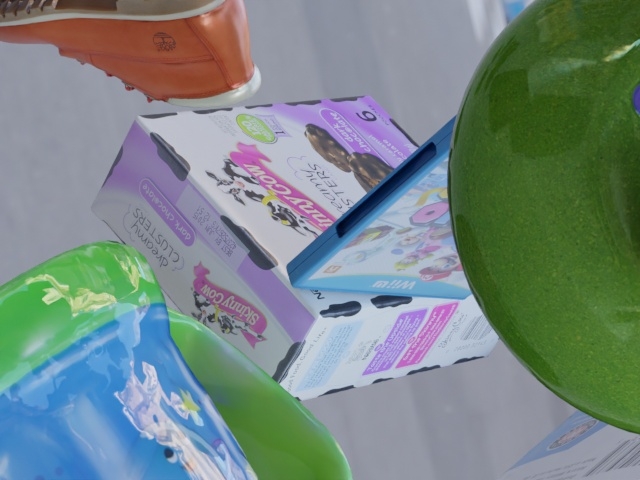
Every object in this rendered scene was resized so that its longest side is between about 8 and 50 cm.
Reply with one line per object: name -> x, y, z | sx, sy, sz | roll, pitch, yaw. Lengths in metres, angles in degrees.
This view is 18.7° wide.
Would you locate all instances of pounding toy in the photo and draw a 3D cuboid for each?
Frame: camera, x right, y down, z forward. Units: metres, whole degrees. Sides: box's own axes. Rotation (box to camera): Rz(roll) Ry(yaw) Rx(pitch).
pounding toy -> 0.172, -0.029, 0.692 | 0.110, 0.236, 0.183 | 150, -72, -72

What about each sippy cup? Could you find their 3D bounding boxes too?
sippy cup -> -0.102, 0.157, 0.792 | 0.224, 0.305, 0.240 | 50, -17, 7

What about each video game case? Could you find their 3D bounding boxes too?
video game case -> 0.076, -0.019, 0.945 | 0.119, 0.166, 0.015 | 5, 58, -38

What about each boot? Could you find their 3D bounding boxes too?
boot -> -0.102, -0.099, 0.950 | 0.059, 0.158, 0.085 | -60, 142, -35

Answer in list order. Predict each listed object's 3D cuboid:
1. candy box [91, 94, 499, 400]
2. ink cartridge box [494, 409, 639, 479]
candy box -> 0.000, 0.000, 1.082 | 0.196, 0.070, 0.165 | -9, 48, -48
ink cartridge box -> 0.144, 0.244, 1.145 | 0.166, 0.395, 0.285 | 57, -30, -2
